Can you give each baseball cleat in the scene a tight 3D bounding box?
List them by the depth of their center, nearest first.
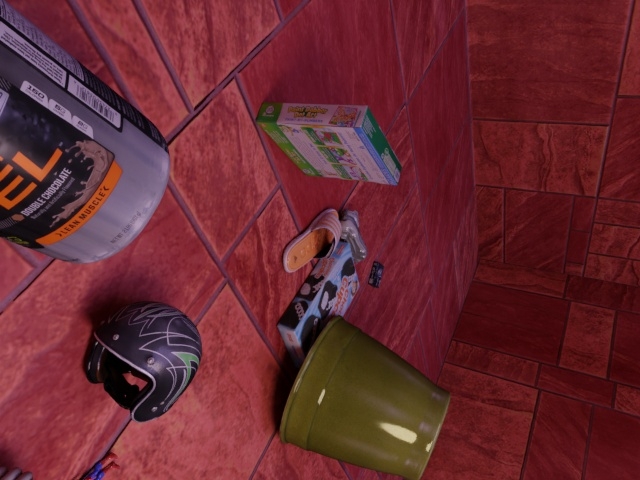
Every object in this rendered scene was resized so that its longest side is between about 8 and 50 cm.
[{"bbox_3d":[0.102,-0.019,1.450,0.206,0.072,0.110,69,27,-57],"label":"baseball cleat"}]

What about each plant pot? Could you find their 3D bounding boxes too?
[{"bbox_3d":[0.135,0.435,1.281,0.367,0.352,0.367,-55,158,-35],"label":"plant pot"}]

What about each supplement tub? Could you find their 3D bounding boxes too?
[{"bbox_3d":[-0.332,-0.122,0.484,0.338,0.207,0.207,41,63,-57],"label":"supplement tub"}]

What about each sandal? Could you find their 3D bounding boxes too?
[{"bbox_3d":[0.001,0.010,1.267,0.265,0.076,0.102,-45,137,-47],"label":"sandal"}]

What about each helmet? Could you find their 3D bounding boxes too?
[{"bbox_3d":[-0.265,0.173,0.754,0.169,0.169,0.162,-7,122,-60],"label":"helmet"}]

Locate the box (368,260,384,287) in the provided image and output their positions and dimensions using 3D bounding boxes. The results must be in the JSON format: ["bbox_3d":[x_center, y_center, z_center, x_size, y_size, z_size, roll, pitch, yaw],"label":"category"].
[{"bbox_3d":[0.196,0.121,1.719,0.067,0.018,0.083,33,70,-59],"label":"box"}]

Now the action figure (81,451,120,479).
[{"bbox_3d":[-0.371,0.388,0.775,0.115,0.030,0.038,-32,131,-51],"label":"action figure"}]

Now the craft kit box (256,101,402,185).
[{"bbox_3d":[0.026,-0.206,1.065,0.250,0.246,0.061,41,61,-58],"label":"craft kit box"}]

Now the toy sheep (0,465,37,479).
[{"bbox_3d":[-0.402,0.332,0.621,0.091,0.132,0.091,-56,-172,12],"label":"toy sheep"}]

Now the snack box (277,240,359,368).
[{"bbox_3d":[0.006,0.176,1.350,0.322,0.060,0.187,-56,145,-36],"label":"snack box"}]
